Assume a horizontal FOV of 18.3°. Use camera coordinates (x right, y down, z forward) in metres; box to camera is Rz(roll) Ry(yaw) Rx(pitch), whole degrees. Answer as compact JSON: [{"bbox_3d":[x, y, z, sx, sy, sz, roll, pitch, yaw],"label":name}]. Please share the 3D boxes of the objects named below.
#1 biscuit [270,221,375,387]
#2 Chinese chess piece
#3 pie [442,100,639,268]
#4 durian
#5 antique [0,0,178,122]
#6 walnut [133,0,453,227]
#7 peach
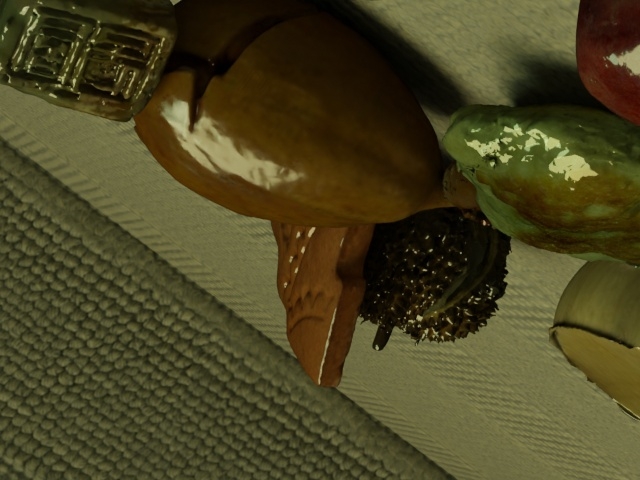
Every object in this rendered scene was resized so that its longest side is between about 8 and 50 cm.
[{"bbox_3d":[0.000,0.000,2.005,0.043,0.306,0.284,8,155,-19],"label":"biscuit"},{"bbox_3d":[0.345,0.112,1.912,0.257,0.104,0.257,33,168,8],"label":"Chinese chess piece"},{"bbox_3d":[0.227,-0.048,1.658,0.257,0.105,0.274,18,169,8],"label":"pie"},{"bbox_3d":[0.104,0.029,2.042,0.196,0.196,0.167,41,172,-28],"label":"durian"},{"bbox_3d":[-0.232,-0.245,1.777,0.150,0.125,0.284,12,-144,-28],"label":"antique"},{"bbox_3d":[-0.014,-0.110,1.818,0.336,0.209,0.209,25,169,-5],"label":"walnut"},{"bbox_3d":[0.212,-0.148,1.159,0.152,0.152,0.152,33,169,8],"label":"peach"}]
